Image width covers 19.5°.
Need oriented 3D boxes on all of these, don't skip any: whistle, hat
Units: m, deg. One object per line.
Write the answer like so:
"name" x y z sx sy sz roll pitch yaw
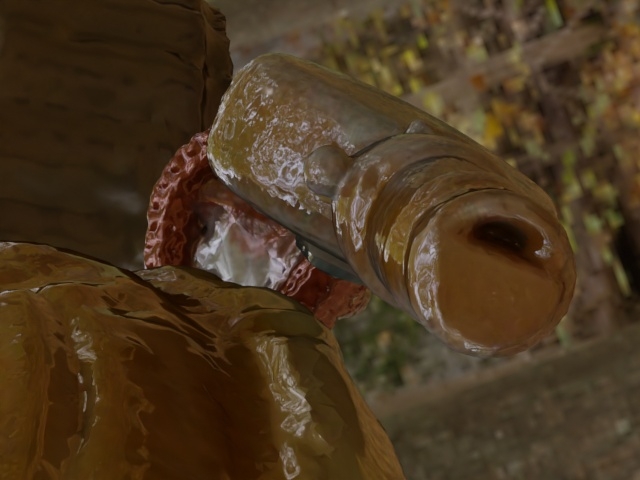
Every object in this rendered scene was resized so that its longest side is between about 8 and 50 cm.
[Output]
"whistle" 0.023 -0.007 0.512 0.107 0.057 0.220 27 -176 -12
"hat" 0.000 0.000 0.766 0.093 0.112 0.162 48 -167 21

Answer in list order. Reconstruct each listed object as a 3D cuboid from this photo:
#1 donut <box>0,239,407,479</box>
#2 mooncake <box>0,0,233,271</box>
"donut" -0.150 0.186 0.552 0.198 0.449 0.449 43 -158 -25
"mooncake" -0.167 -0.034 1.247 0.324 0.187 0.324 -172 90 -75
